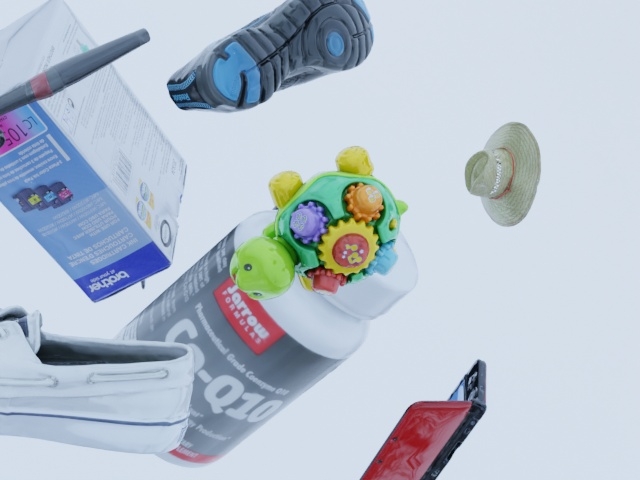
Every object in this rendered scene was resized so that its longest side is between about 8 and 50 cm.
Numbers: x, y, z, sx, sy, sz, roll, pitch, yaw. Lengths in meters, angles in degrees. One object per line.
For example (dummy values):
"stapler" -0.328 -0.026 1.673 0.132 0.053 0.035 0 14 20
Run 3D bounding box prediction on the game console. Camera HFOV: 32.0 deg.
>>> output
"game console" 0.106 0.194 1.175 0.085 0.144 0.124 25 -147 -7

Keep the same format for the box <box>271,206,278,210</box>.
"box" -0.029 0.055 1.478 0.108 0.207 0.153 18 -151 11

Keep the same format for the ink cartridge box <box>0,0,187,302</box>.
"ink cartridge box" -0.329 -0.105 1.591 0.395 0.151 0.270 53 -159 -32

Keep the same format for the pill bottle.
"pill bottle" -0.057 0.074 1.042 0.161 0.283 0.161 38 -154 -23

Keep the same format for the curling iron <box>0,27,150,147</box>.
"curling iron" -0.311 -0.170 1.267 0.274 0.068 0.035 -38 -112 -18

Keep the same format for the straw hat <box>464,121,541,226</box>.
"straw hat" 0.224 -0.089 1.470 0.061 0.144 0.144 -1 -116 -27

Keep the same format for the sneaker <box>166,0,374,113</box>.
"sneaker" -0.064 -0.265 1.534 0.341 0.140 0.125 -28 -75 -41

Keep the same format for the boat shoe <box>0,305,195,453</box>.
"boat shoe" -0.217 0.088 0.792 0.258 0.084 0.095 9 -167 -18

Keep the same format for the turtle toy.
"turtle toy" 0.000 0.000 0.759 0.066 0.130 0.095 -117 7 -61
